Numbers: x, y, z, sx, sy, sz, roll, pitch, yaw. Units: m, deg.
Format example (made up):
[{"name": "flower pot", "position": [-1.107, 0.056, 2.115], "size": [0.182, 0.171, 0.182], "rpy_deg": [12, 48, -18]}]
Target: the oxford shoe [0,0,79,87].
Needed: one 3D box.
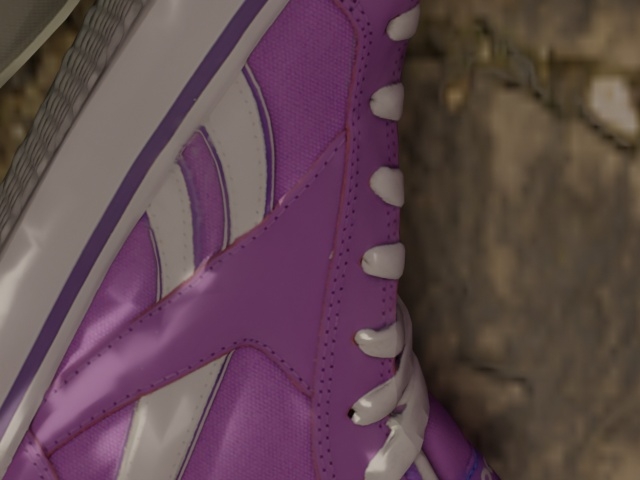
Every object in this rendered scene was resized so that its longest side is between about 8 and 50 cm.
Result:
[{"name": "oxford shoe", "position": [-0.060, -0.176, 0.420], "size": [0.169, 0.130, 0.449], "rpy_deg": [30, 111, -22]}]

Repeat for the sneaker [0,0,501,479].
[{"name": "sneaker", "position": [0.000, 0.000, 0.510], "size": [0.161, 0.102, 0.282], "rpy_deg": [26, 110, -13]}]
